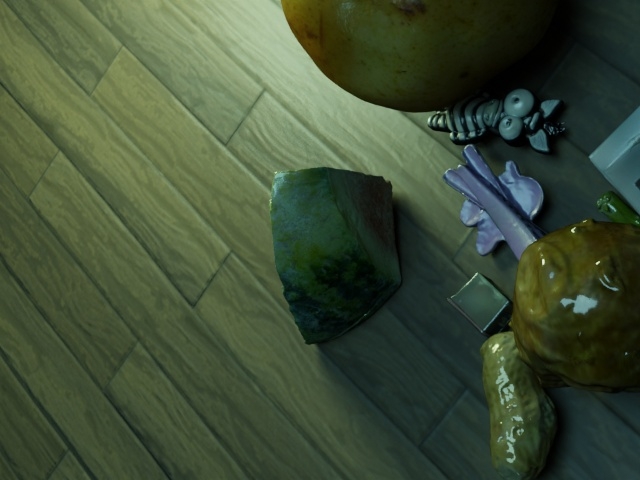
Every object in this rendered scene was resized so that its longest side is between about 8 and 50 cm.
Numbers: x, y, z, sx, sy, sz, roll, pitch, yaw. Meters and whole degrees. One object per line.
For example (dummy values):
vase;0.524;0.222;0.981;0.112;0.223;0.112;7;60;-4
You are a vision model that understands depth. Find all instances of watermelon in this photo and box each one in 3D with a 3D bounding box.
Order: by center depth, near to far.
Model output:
watermelon;0.000;0.000;1.979;0.193;0.231;0.310;-10;118;32

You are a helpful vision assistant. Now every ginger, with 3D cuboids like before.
ginger;0.340;0.085;1.629;0.200;0.269;0.223;-2;89;-3

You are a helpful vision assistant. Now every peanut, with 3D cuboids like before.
peanut;0.268;0.227;1.776;0.099;0.099;0.214;-26;60;29

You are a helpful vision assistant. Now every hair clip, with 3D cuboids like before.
hair clip;0.272;-0.015;1.840;0.137;0.090;0.278;-55;45;28

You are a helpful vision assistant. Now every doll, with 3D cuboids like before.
doll;0.254;-0.178;1.897;0.219;0.067;0.091;10;74;36

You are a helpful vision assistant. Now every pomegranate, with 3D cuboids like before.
pomegranate;0.146;-0.393;1.850;0.417;0.417;0.416;-10;73;35

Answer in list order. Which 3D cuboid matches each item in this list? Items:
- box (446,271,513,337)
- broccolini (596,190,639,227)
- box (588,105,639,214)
box;0.235;0.093;1.852;0.063;0.060;0.084;-52;53;9
broccolini;0.462;0.084;1.675;0.392;0.074;0.079;54;128;35
box;0.485;-0.076;1.701;0.155;0.067;0.243;-45;57;17
